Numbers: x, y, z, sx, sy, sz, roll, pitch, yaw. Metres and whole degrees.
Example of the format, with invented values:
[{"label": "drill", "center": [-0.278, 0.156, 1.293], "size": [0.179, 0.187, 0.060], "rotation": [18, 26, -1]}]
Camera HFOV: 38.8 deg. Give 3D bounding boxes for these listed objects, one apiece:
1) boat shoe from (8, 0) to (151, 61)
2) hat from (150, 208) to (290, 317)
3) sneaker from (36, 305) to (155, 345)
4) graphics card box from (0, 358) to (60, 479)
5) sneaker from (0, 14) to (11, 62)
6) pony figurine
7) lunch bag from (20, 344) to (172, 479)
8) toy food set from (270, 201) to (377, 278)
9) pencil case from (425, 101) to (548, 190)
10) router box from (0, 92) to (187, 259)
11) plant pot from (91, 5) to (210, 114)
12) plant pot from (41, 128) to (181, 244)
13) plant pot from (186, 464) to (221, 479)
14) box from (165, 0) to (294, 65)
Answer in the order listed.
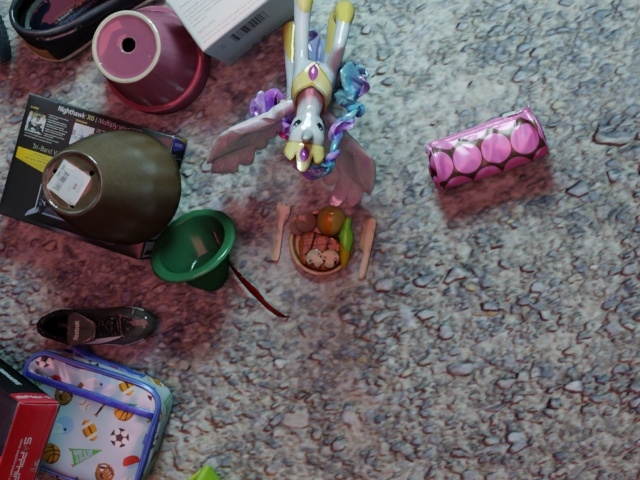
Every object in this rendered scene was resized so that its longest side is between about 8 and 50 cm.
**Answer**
[{"label": "boat shoe", "center": [-0.377, -0.527, 1.685], "size": [0.500, 0.156, 0.186], "rotation": [-39, 83, 8]}, {"label": "hat", "center": [-0.201, 0.069, 1.732], "size": [0.173, 0.183, 0.208], "rotation": [-31, 43, -1]}, {"label": "sneaker", "center": [-0.436, 0.167, 1.736], "size": [0.235, 0.106, 0.078], "rotation": [0, 92, 10]}, {"label": "graphics card box", "center": [-0.654, 0.334, 1.708], "size": [0.371, 0.094, 0.232], "rotation": [24, 98, 39]}, {"label": "sneaker", "center": [-0.715, -0.484, 1.769], "size": [0.131, 0.112, 0.318], "rotation": [-17, 87, 8]}, {"label": "pony figurine", "center": [-0.030, -0.230, 1.558], "size": [0.303, 0.351, 0.363], "rotation": [8, 71, -6]}, {"label": "lunch bag", "center": [-0.449, 0.336, 1.742], "size": [0.304, 0.115, 0.243], "rotation": [17, 92, 9]}, {"label": "toy food set", "center": [0.000, 0.000, 1.685], "size": [0.192, 0.038, 0.132], "rotation": [10, 93, 10]}, {"label": "pencil case", "center": [0.288, -0.164, 1.603], "size": [0.209, 0.095, 0.098], "rotation": [-21, 123, 8]}, {"label": "router box", "center": [-0.438, -0.122, 1.742], "size": [0.309, 0.081, 0.242], "rotation": [18, 95, 10]}, {"label": "plant pot", "center": [-0.323, -0.339, 1.665], "size": [0.202, 0.180, 0.201], "rotation": [0, 92, 11]}, {"label": "plant pot", "center": [-0.382, -0.095, 1.573], "size": [0.216, 0.230, 0.215], "rotation": [0, 92, 11]}, {"label": "plant pot", "center": [-0.240, 0.584, 1.658], "size": [0.228, 0.227, 0.207], "rotation": [-42, 91, 8]}, {"label": "box", "center": [-0.150, -0.423, 1.631], "size": [0.181, 0.182, 0.119], "rotation": [-36, 87, 10]}]
